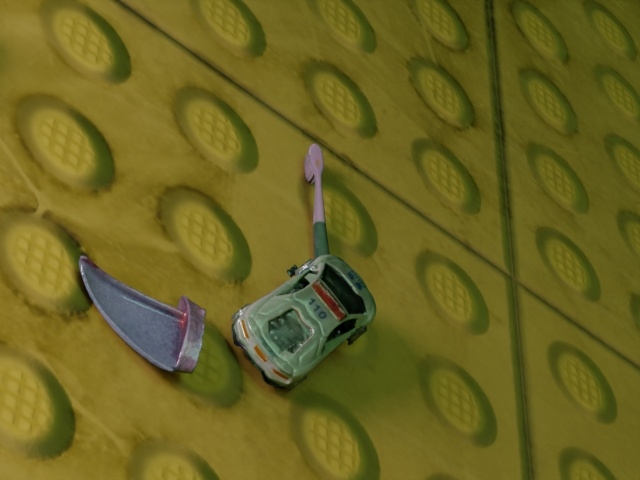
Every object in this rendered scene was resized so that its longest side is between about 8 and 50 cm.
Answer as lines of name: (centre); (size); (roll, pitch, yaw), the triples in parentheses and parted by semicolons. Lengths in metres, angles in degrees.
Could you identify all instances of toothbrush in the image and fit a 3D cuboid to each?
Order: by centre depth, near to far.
toothbrush: (0.000, 0.000, 1.927); (0.018, 0.024, 0.257); (15, 42, -21)

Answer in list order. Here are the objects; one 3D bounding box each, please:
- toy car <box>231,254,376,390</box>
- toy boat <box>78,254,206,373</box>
toy car: (-0.009, 0.065, 1.787); (0.093, 0.058, 0.186); (51, 40, 4)
toy boat: (-0.157, 0.062, 1.648); (0.122, 0.034, 0.096); (26, 36, -20)
